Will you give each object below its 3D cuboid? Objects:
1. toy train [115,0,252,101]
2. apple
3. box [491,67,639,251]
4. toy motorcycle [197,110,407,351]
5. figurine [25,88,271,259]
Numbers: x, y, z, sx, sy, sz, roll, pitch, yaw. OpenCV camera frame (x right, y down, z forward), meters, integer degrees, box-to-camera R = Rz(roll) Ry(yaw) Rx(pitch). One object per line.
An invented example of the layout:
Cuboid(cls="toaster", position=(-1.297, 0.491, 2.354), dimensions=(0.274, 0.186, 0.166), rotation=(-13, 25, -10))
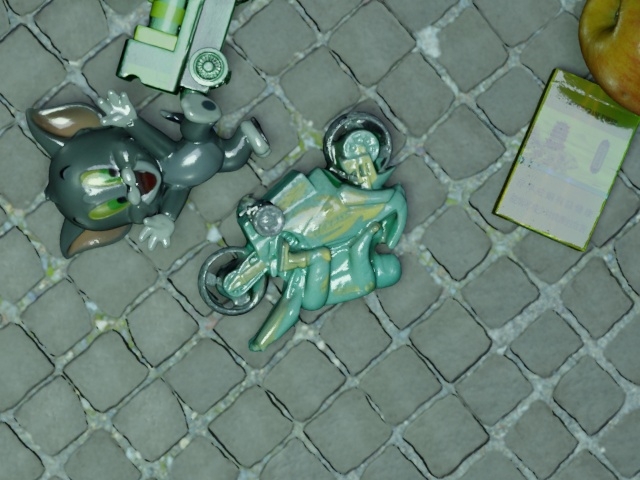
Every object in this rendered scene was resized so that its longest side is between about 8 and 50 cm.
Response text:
Cuboid(cls="toy train", position=(-0.152, -0.262, 1.744), dimensions=(0.132, 0.083, 0.200), rotation=(16, 89, -2))
Cuboid(cls="apple", position=(0.395, -0.233, 1.747), dimensions=(0.173, 0.160, 0.195), rotation=(18, 74, -19))
Cuboid(cls="box", position=(0.301, -0.098, 1.810), dimensions=(0.121, 0.030, 0.193), rotation=(23, 89, -5))
Cuboid(cls="toy motorcycle", position=(-0.001, 0.001, 1.760), dimensions=(0.296, 0.109, 0.198), rotation=(-42, 104, -4))
Cuboid(cls="figurine", position=(-0.200, -0.102, 1.718), dimensions=(0.265, 0.140, 0.193), rotation=(-29, 117, -16))
